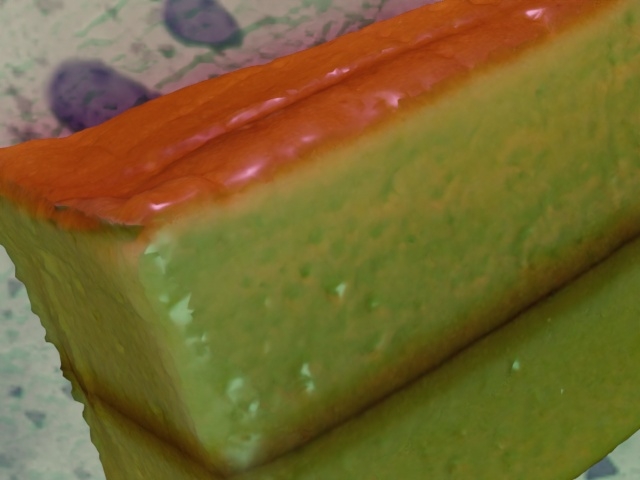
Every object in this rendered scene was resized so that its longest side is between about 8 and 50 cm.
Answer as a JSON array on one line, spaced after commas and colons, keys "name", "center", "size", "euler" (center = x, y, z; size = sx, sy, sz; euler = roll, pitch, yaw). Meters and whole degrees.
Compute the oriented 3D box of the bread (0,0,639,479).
[{"name": "bread", "center": [0.055, -0.001, 0.989], "size": [0.362, 0.245, 0.233], "euler": [-29, 111, -19]}]
